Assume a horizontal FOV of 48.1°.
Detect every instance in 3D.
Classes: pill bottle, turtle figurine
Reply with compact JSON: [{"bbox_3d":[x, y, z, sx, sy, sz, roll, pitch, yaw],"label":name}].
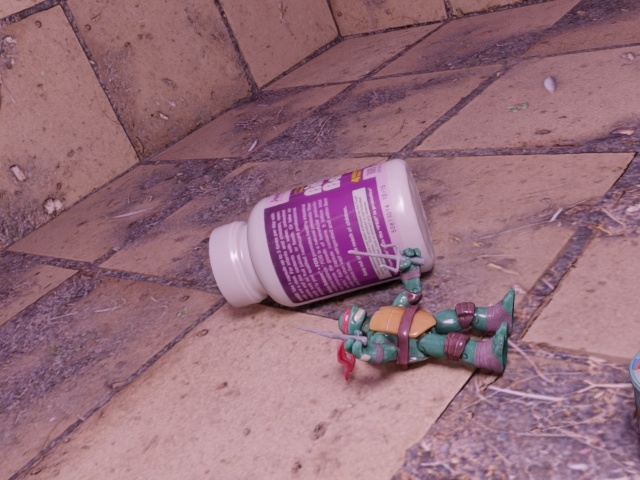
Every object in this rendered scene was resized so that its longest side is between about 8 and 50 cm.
[{"bbox_3d":[0.000,0.000,1.038,0.301,0.169,0.169,-16,25,13],"label":"pill bottle"},{"bbox_3d":[0.101,0.091,0.834,0.234,0.118,0.175,5,48,18],"label":"turtle figurine"}]

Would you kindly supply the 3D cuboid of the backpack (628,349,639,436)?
[{"bbox_3d":[0.343,0.107,0.572,0.166,0.144,0.188,15,46,45],"label":"backpack"}]
